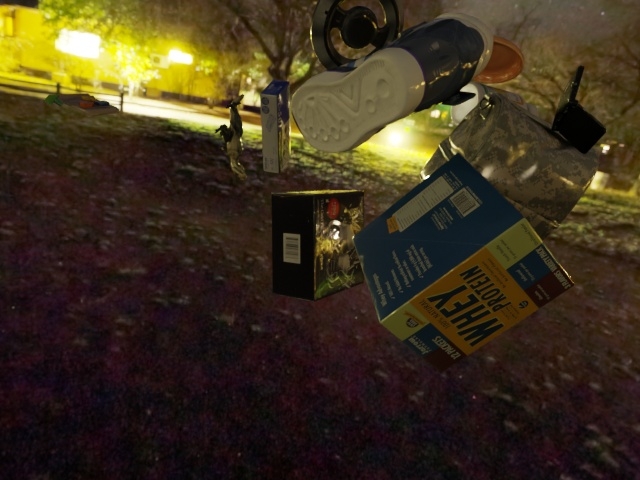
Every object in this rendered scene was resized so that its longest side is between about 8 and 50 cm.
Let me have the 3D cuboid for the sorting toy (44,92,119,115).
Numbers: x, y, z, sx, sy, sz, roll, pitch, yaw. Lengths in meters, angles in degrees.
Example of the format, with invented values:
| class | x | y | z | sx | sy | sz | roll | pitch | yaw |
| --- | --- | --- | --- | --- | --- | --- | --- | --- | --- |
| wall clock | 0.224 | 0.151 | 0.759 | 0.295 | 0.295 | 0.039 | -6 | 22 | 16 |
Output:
| class | x | y | z | sx | sy | sz | roll | pitch | yaw |
| --- | --- | --- | --- | --- | --- | --- | --- | --- | --- |
| sorting toy | -0.330 | -0.190 | 0.632 | 0.062 | 0.012 | 0.083 | 28 | 27 | 14 |

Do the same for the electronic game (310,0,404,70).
| class | x | y | z | sx | sy | sz | roll | pitch | yaw |
| --- | --- | --- | --- | --- | --- | --- | --- | --- | --- |
| electronic game | 0.086 | -0.485 | 1.045 | 0.230 | 0.229 | 0.048 | 1 | 35 | -26 |

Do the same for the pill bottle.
| class | x | y | z | sx | sy | sz | roll | pitch | yaw |
| --- | --- | --- | --- | --- | --- | --- | --- | --- | --- |
| pill bottle | 0.459 | -0.334 | 1.201 | 0.209 | 0.117 | 0.117 | 5 | 18 | -22 |

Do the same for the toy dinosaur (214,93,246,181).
| class | x | y | z | sx | sy | sz | roll | pitch | yaw |
| --- | --- | --- | --- | --- | --- | --- | --- | --- | --- |
| toy dinosaur | -0.224 | -0.289 | 1.181 | 0.064 | 0.267 | 0.118 | -2 | -16 | 3 |

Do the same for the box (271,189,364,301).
| class | x | y | z | sx | sy | sz | roll | pitch | yaw |
| --- | --- | --- | --- | --- | --- | --- | --- | --- | --- |
| box | 0.000 | 0.000 | 1.567 | 0.179 | 0.342 | 0.313 | 6 | 11 | 34 |

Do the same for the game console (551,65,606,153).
| class | x | y | z | sx | sy | sz | roll | pitch | yaw |
| --- | --- | --- | --- | --- | --- | --- | --- | --- | --- |
| game console | 0.458 | -0.226 | 0.803 | 0.071 | 0.107 | 0.122 | 17 | -4 | 16 |

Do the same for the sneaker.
| class | x | y | z | sx | sy | sz | roll | pitch | yaw |
| --- | --- | --- | --- | --- | --- | --- | --- | --- | --- |
| sneaker | 0.117 | -0.252 | 0.736 | 0.236 | 0.130 | 0.323 | -33 | 16 | -25 |

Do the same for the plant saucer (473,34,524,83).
| class | x | y | z | sx | sy | sz | roll | pitch | yaw |
| --- | --- | --- | --- | --- | --- | --- | --- | --- | --- |
| plant saucer | 0.477 | -0.520 | 1.307 | 0.200 | 0.037 | 0.200 | 18 | -10 | 3 |

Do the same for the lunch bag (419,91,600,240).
| class | x | y | z | sx | sy | sz | roll | pitch | yaw |
| --- | --- | --- | --- | --- | --- | --- | --- | --- | --- |
| lunch bag | 0.415 | -0.151 | 1.007 | 0.305 | 0.256 | 0.212 | 25 | 32 | -15 |

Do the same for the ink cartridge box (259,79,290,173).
| class | x | y | z | sx | sy | sz | roll | pitch | yaw |
| --- | --- | --- | --- | --- | --- | --- | --- | --- | --- |
| ink cartridge box | -0.110 | -0.281 | 1.143 | 0.046 | 0.207 | 0.097 | 11 | 40 | 11 |

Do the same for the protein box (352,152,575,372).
| class | x | y | z | sx | sy | sz | roll | pitch | yaw |
| --- | --- | --- | --- | --- | --- | --- | --- | --- | --- |
| protein box | 0.175 | 0.024 | 0.625 | 0.136 | 0.201 | 0.199 | 41 | 18 | -27 |
